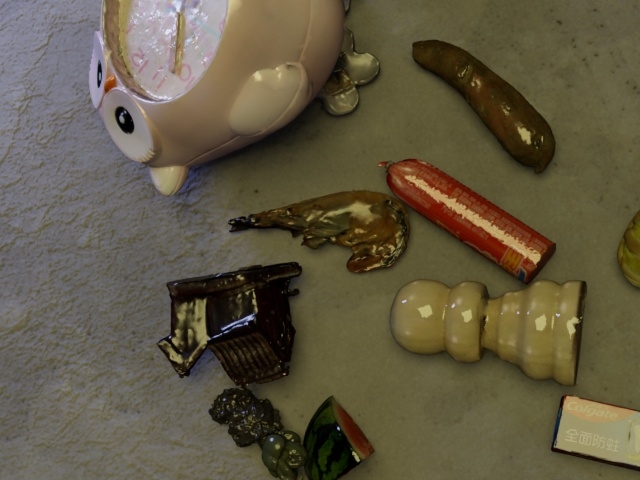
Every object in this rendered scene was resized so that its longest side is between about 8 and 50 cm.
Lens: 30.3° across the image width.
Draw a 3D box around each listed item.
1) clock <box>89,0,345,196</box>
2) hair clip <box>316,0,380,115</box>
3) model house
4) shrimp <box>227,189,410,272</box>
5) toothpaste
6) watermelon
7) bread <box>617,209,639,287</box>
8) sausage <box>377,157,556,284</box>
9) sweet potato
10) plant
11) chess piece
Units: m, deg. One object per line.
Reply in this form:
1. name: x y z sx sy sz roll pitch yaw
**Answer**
1. clock: -0.151 -0.274 1.646 0.376 0.250 0.368 -48 60 30
2. hair clip: -0.010 -0.304 1.752 0.146 0.075 0.257 -23 68 0
3. model house: -0.127 0.121 1.645 0.203 0.141 0.164 -9 88 25
4. shrimp: -0.004 -0.008 1.680 0.262 0.066 0.117 -9 76 8
5. toothpaste: 0.468 0.274 1.545 0.320 0.066 0.076 12 79 12
6. watermelon: 0.032 0.273 1.612 0.094 0.125 0.135 9 56 -20
7. bread: 0.460 -0.010 1.602 0.083 0.094 0.157 34 92 10
8. sausage: 0.196 -0.040 1.654 0.274 0.074 0.074 35 84 15
9. sweet potato: 0.236 -0.207 1.691 0.075 0.075 0.273 -42 73 -3
10. plant: -0.080 0.264 1.620 0.174 0.087 0.085 40 122 24
11. chess piece: 0.223 0.109 1.593 0.261 0.143 0.142 7 78 16
